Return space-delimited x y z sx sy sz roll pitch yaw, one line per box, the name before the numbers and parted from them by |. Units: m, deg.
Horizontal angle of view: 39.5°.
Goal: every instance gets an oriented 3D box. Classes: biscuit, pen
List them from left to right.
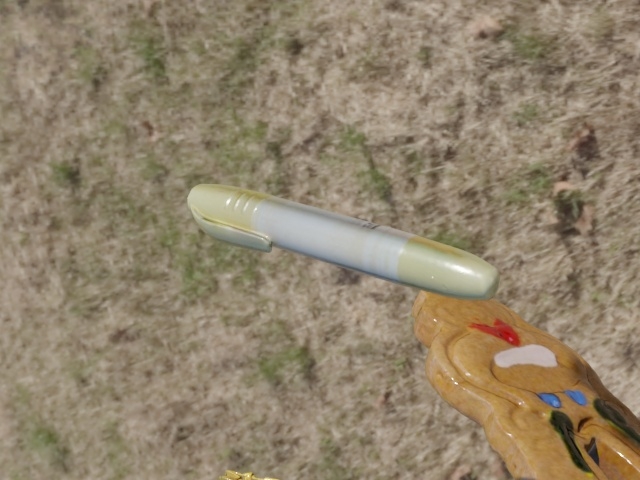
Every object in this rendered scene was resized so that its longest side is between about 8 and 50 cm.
pen | 0.000 0.000 0.528 0.233 0.040 0.032 17 144 39
biscuit | 0.205 0.143 0.871 0.334 0.201 0.047 51 129 48

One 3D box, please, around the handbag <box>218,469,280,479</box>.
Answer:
handbag | -0.042 0.215 0.689 0.083 0.027 0.061 11 103 20
